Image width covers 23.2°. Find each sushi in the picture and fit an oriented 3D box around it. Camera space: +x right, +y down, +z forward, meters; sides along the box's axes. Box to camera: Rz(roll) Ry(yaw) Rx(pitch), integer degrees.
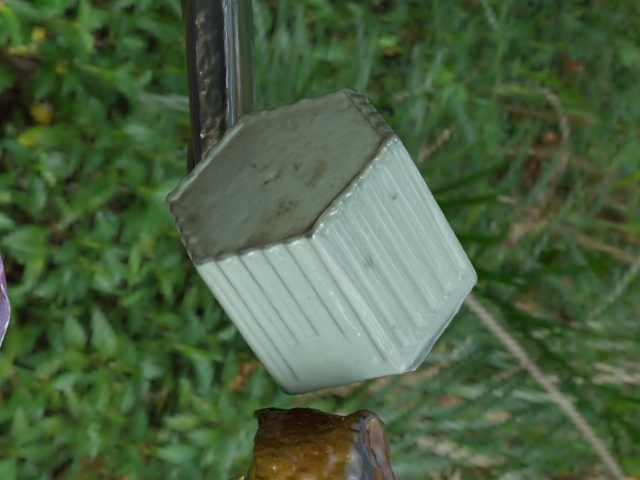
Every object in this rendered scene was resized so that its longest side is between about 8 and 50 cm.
[{"bbox_3d":[-0.014,0.258,1.307,0.167,0.179,0.296,55,24,-65],"label":"sushi"}]

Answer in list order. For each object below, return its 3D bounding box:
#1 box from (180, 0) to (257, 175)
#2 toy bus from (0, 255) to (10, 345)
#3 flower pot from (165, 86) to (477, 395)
[{"bbox_3d":[-0.112,-0.173,1.798,0.290,0.073,0.288,-58,147,-88],"label":"box"},{"bbox_3d":[-0.342,0.101,1.241,0.127,0.147,0.302,-1,115,-43],"label":"toy bus"},{"bbox_3d":[0.000,0.000,1.418,0.189,0.239,0.209,56,33,-34],"label":"flower pot"}]
